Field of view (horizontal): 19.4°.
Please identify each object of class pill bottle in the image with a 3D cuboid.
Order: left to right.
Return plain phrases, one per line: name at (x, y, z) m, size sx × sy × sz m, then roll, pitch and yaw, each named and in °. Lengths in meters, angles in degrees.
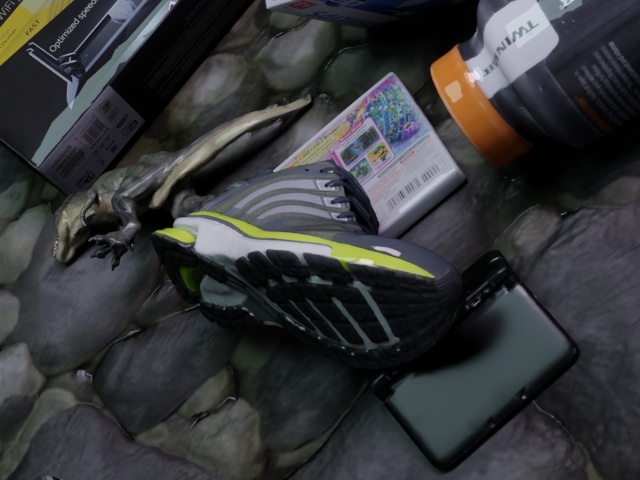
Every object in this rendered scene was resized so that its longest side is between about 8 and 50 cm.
pill bottle at (0.195, -0.149, 1.252) m, size 0.246 × 0.130 × 0.130 m, roll -34°, pitch 40°, yaw 15°

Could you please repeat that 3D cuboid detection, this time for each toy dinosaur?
toy dinosaur at (-0.127, -0.035, 1.509) m, size 0.268 × 0.064 × 0.118 m, roll -25°, pitch 37°, yaw 21°

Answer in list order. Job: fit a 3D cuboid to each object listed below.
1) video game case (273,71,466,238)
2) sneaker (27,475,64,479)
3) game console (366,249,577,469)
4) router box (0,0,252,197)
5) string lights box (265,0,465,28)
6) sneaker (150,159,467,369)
video game case at (0.022, -0.039, 1.405) m, size 0.157 × 0.019 × 0.143 m, roll -40°, pitch 39°, yaw 10°
sneaker at (-0.265, 0.211, 1.407) m, size 0.170 × 0.075 × 0.063 m, roll -22°, pitch 45°, yaw 28°
game console at (0.098, 0.077, 1.241) m, size 0.122 × 0.071 × 0.107 m, roll -42°, pitch 9°, yaw 6°
router box at (-0.207, -0.219, 1.668) m, size 0.243 × 0.081 × 0.309 m, roll 37°, pitch 85°, yaw 33°
string lights box at (0.096, -0.229, 1.398) m, size 0.260 × 0.133 × 0.076 m, roll -11°, pitch 82°, yaw 37°
sneaker at (0.000, 0.000, 1.282) m, size 0.121 × 0.111 × 0.300 m, roll -46°, pitch 32°, yaw -21°
